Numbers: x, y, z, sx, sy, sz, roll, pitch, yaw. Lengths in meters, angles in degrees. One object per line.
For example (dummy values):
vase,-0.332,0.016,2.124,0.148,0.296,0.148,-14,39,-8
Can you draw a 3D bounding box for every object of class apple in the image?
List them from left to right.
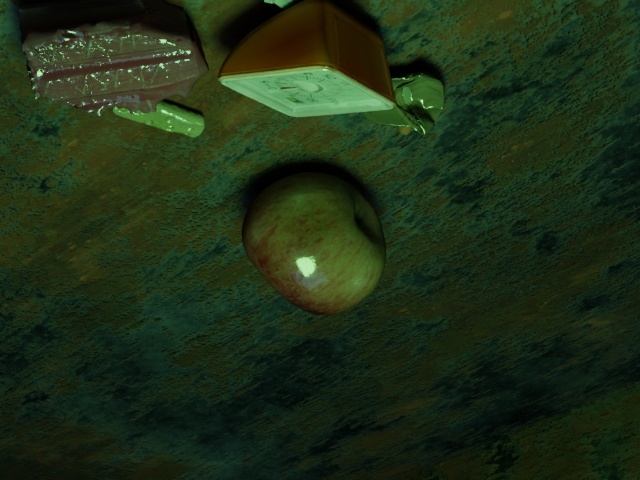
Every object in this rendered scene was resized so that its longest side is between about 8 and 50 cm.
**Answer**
apple,0.000,0.000,2.246,0.269,0.345,0.345,-41,136,7

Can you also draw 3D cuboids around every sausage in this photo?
sausage,0.187,-0.259,2.157,0.034,0.034,0.083,5,142,-17

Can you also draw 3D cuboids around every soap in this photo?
soap,-0.372,-0.342,1.869,0.324,0.127,0.220,-7,144,-3

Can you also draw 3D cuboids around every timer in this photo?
timer,-0.027,-0.316,1.908,0.250,0.161,0.257,-17,161,30

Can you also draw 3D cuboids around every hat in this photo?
hat,0.162,-0.305,2.079,0.175,0.085,0.147,11,134,14

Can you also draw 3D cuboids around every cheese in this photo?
cheese,-0.326,-0.255,2.062,0.194,0.043,0.065,17,136,-30

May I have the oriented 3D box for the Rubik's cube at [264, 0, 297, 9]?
Rubik's cube,-0.071,-0.462,1.816,0.084,0.073,0.075,-22,158,11
